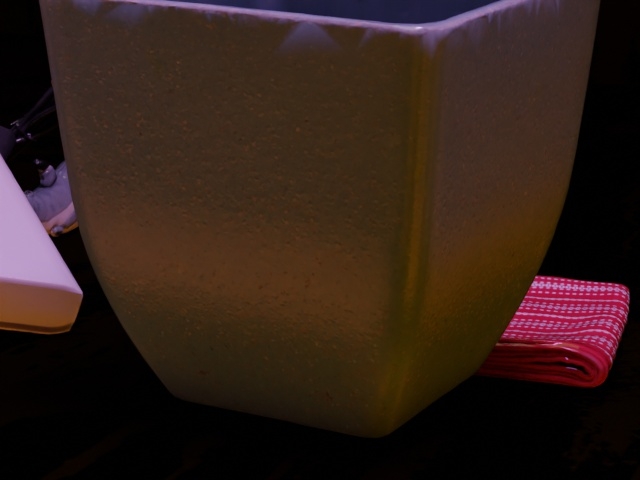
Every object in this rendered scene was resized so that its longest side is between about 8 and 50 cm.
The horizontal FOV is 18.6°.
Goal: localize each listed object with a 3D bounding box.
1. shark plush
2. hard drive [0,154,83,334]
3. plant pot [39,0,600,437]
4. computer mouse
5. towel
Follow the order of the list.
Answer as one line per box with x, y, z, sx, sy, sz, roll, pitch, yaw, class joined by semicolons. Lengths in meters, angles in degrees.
-0.239;-0.040;1.656;0.073;0.067;0.161;11;13;35;shark plush
-0.314;-0.041;1.379;0.210;0.040;0.318;9;24;-30;hard drive
0.008;-0.030;1.149;0.247;0.252;0.248;8;18;28;plant pot
-0.270;-0.070;1.630;0.184;0.060;0.262;-37;0;19;computer mouse
0.114;0.051;1.381;0.199;0.031;0.275;6;11;11;towel
